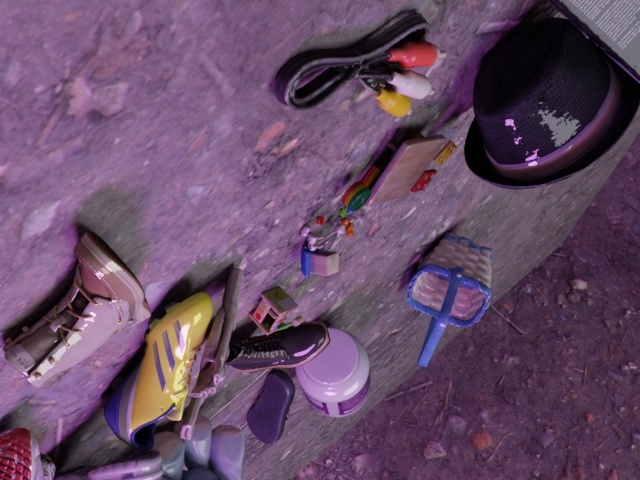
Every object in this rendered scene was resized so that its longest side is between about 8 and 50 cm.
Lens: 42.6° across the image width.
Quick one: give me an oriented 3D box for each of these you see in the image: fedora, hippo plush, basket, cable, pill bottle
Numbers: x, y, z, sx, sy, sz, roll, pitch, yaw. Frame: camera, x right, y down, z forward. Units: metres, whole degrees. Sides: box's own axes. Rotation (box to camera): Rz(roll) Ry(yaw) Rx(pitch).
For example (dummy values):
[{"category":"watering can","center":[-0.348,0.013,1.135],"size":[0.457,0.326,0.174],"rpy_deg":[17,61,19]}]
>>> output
[{"category":"fedora","center":[0.363,-0.250,1.368],"size":[0.334,0.334,0.152],"rpy_deg":[-44,130,-1]},{"category":"hippo plush","center":[-0.259,0.493,1.639],"size":[0.236,0.294,0.234],"rpy_deg":[-38,-156,49]},{"category":"basket","center":[0.313,0.151,2.060],"size":[0.255,0.200,0.289],"rpy_deg":[103,5,-56]},{"category":"cable","center":[0.067,-0.216,1.030],"size":[0.287,0.072,0.140],"rpy_deg":[-17,142,-53]},{"category":"pill bottle","center":[0.030,0.298,1.881],"size":[0.169,0.169,0.301],"rpy_deg":[-41,161,-12]}]

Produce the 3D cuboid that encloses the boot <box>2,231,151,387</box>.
[{"category":"boot","center":[-0.284,0.086,0.932],"size":[0.165,0.077,0.213],"rpy_deg":[-37,163,-17]}]

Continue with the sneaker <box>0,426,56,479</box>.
[{"category":"sneaker","center":[-0.423,0.320,1.152],"size":[0.093,0.088,0.225],"rpy_deg":[-55,174,-45]}]

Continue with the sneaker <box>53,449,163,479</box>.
[{"category":"sneaker","center":[-0.362,0.411,1.271],"size":[0.281,0.115,0.105],"rpy_deg":[-19,172,26]}]

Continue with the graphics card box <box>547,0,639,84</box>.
[{"category":"graphics card box","center":[0.470,-0.378,1.173],"size":[0.370,0.094,0.233],"rpy_deg":[29,110,-26]}]

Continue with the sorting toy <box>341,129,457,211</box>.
[{"category":"sorting toy","center":[0.137,-0.131,1.391],"size":[0.274,0.046,0.132],"rpy_deg":[-18,147,-53]}]

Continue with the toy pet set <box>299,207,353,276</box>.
[{"category":"toy pet set","center":[0.000,0.000,1.399],"size":[0.122,0.065,0.114],"rpy_deg":[-19,114,-58]}]

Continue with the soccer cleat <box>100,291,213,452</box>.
[{"category":"soccer cleat","center":[-0.222,0.196,1.215],"size":[0.289,0.121,0.093],"rpy_deg":[-54,159,25]}]

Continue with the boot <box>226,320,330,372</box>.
[{"category":"boot","center":[-0.092,0.193,1.473],"size":[0.197,0.077,0.137],"rpy_deg":[-24,161,16]}]

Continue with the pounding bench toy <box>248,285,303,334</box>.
[{"category":"pounding bench toy","center":[-0.075,0.137,1.454],"size":[0.052,0.083,0.065],"rpy_deg":[-20,149,-51]}]

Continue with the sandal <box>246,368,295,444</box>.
[{"category":"sandal","center":[-0.103,0.390,1.908],"size":[0.054,0.097,0.255],"rpy_deg":[-27,154,-41]}]

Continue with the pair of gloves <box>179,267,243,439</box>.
[{"category":"pair of gloves","center":[-0.162,0.183,1.277],"size":[0.240,0.042,0.204],"rpy_deg":[113,-7,-49]}]
